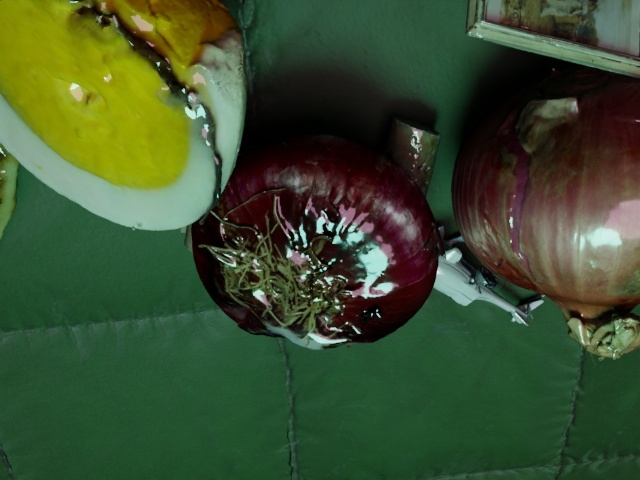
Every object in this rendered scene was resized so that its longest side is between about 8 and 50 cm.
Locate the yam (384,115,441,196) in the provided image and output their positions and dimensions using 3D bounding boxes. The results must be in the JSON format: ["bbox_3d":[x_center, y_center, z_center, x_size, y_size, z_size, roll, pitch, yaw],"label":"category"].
[{"bbox_3d":[0.110,-0.080,0.925,0.078,0.078,0.179,4,121,-9],"label":"yam"}]

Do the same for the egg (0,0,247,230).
[{"bbox_3d":[-0.206,-0.179,0.744,0.336,0.201,0.337,20,139,18],"label":"egg"}]

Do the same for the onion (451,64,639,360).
[{"bbox_3d":[0.333,-0.069,0.808,0.353,0.354,0.354,-3,124,-4],"label":"onion"}]

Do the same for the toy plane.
[{"bbox_3d":[0.223,0.074,1.026,0.181,0.107,0.273,-27,127,18],"label":"toy plane"}]

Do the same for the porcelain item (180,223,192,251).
[{"bbox_3d":[-0.147,-0.082,0.909,0.084,0.054,0.213,-1,123,-7],"label":"porcelain item"}]

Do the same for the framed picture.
[{"bbox_3d":[0.258,-0.314,0.709,0.216,0.017,0.275,8,80,-13],"label":"framed picture"}]

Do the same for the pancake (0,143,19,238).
[{"bbox_3d":[-0.522,-0.105,0.861,0.304,0.067,0.427,-3,126,5],"label":"pancake"}]

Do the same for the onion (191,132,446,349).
[{"bbox_3d":[0.000,0.000,0.862,0.313,0.232,0.314,9,130,10],"label":"onion"}]
